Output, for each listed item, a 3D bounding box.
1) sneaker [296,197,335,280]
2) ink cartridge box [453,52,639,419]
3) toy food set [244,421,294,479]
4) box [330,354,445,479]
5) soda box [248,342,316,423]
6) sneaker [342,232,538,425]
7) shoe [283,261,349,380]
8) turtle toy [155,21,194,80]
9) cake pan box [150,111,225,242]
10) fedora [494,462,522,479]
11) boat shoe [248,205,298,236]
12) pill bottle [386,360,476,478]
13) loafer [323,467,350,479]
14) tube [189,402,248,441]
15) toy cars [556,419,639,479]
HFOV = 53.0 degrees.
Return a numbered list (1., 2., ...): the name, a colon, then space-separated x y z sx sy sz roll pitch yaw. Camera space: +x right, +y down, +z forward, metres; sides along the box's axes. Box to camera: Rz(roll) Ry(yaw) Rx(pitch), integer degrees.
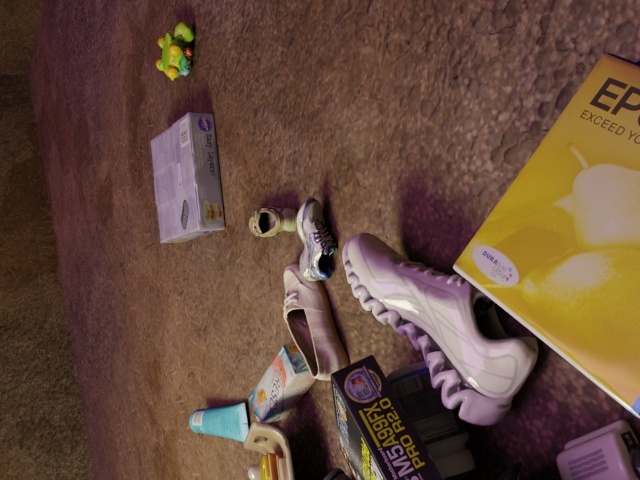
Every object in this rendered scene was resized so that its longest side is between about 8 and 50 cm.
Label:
1. sneaker: 0.000 0.000 1.020 0.058 0.052 0.135 9 108 46
2. ink cartridge box: 0.292 -0.017 0.459 0.303 0.072 0.307 44 109 45
3. toy food set: -0.096 0.479 1.080 0.220 0.092 0.306 111 153 -60
4. box: 0.089 0.296 0.794 0.270 0.060 0.216 84 161 -54
5. soda box: -0.062 0.249 1.116 0.058 0.062 0.183 62 140 31
6. sneaker: 0.139 0.076 0.773 0.292 0.110 0.118 47 123 33
7. shoe: -0.020 0.128 1.044 0.077 0.058 0.219 -56 49 43
8. turtle toy: -0.318 -0.421 1.429 0.095 0.066 0.130 42 126 47
9. cake pan box: -0.305 -0.137 1.440 0.245 0.070 0.267 -15 81 54
10. fedora: 0.183 0.381 0.600 0.152 0.334 0.334 23 116 20
11. boat shoe: -0.094 -0.033 1.149 0.153 0.048 0.056 3 96 56
12. pill bottle: 0.139 0.223 0.799 0.078 0.078 0.137 -42 59 50
13. loafer: 0.031 0.472 0.997 0.084 0.096 0.268 24 122 31
14. tube: -0.213 0.390 1.378 0.207 0.052 0.080 -17 84 51
15. toy cars: 0.281 0.169 0.570 0.176 0.087 0.394 14 105 55
